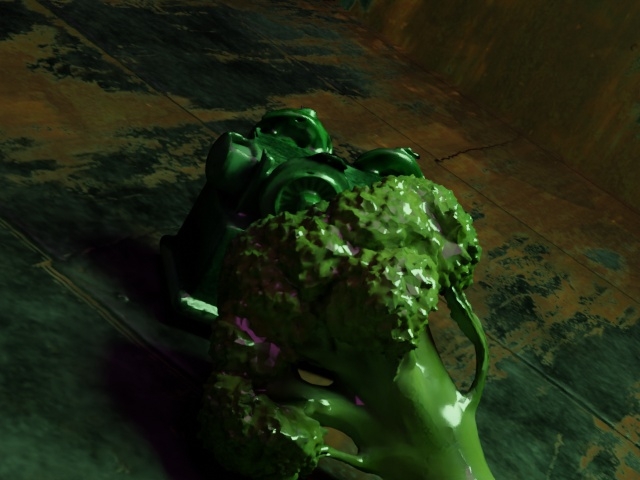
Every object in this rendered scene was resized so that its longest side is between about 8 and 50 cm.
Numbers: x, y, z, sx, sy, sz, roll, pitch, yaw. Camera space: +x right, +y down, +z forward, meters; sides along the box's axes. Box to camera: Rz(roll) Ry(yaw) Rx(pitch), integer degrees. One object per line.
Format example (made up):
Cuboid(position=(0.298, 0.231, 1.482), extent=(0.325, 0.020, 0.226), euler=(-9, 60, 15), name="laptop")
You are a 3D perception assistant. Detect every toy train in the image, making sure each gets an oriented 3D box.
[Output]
Cuboid(position=(0.000, 0.000, 1.174), extent=(0.266, 0.202, 0.145), euler=(22, 22, -23), name="toy train")

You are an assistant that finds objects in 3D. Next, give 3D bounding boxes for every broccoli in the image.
Cuboid(position=(0.031, 0.096, 0.976), extent=(0.254, 0.186, 0.302), euler=(-4, 64, -24), name="broccoli")
